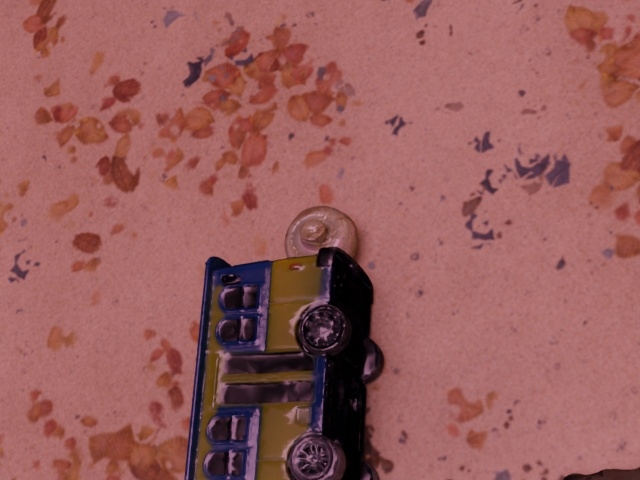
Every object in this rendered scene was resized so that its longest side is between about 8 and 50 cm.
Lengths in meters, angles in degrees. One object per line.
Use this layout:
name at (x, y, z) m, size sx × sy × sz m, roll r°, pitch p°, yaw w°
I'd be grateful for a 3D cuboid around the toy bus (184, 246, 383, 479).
toy bus at (-0.036, 0.161, 1.276) m, size 0.175 × 0.138 × 0.288 m, roll -5°, pitch 67°, yaw 21°

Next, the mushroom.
mushroom at (0.000, 0.000, 1.369) m, size 0.083 × 0.067 × 0.084 m, roll -8°, pitch 62°, yaw 14°

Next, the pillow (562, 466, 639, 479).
pillow at (0.325, 0.270, 1.119) m, size 0.241 × 0.051 × 0.093 m, roll 36°, pitch 86°, yaw 34°
